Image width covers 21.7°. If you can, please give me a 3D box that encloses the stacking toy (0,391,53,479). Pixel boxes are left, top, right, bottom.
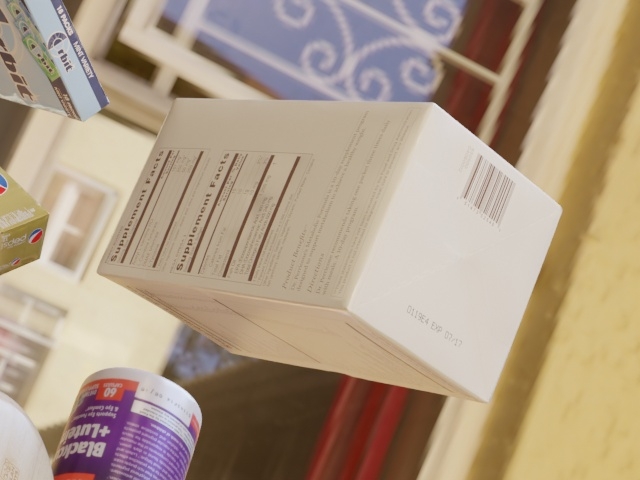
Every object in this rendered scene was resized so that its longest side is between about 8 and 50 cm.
[{"bbox_3d":[-0.373,0.213,1.268,0.330,0.141,0.141,-16,-141,22],"label":"stacking toy"}]

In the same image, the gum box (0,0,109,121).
[{"bbox_3d":[-0.311,-0.209,1.712,0.041,0.157,0.184,-40,-144,-27],"label":"gum box"}]

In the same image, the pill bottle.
[{"bbox_3d":[-0.170,0.208,1.340,0.108,0.108,0.193,-45,-157,48],"label":"pill bottle"}]

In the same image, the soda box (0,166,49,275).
[{"bbox_3d":[-0.337,-0.047,1.574,0.058,0.181,0.061,-25,146,-40],"label":"soda box"}]

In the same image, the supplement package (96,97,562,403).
[{"bbox_3d":[0.000,0.000,1.039,0.244,0.139,0.133,7,-111,47],"label":"supplement package"}]
